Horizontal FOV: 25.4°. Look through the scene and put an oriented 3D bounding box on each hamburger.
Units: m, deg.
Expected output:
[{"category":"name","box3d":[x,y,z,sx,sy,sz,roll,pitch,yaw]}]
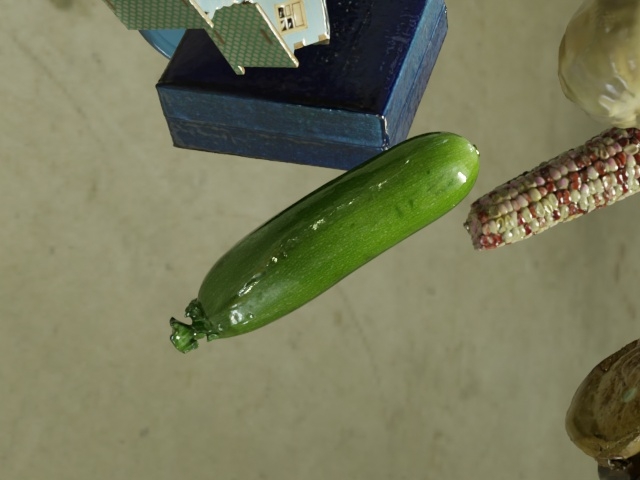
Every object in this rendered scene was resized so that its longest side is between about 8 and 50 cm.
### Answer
[{"category":"hamburger","box3d":[0.356,0.181,1.503,0.113,0.177,0.185,46,70,-9]}]

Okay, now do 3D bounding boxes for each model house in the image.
[{"category":"model house","box3d":[-0.126,-0.281,1.373,0.206,0.178,0.271,-26,116,-42]}]

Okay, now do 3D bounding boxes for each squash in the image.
[{"category":"squash","box3d":[0.000,0.000,1.485,0.101,0.378,0.101,57,6,-9]}]

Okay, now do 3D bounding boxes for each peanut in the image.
[{"category":"peanut","box3d":[0.286,-0.168,1.087,0.290,0.130,0.130,-39,123,-41]}]

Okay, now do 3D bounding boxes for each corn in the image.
[{"category":"corn","box3d":[0.308,-0.071,1.782,0.280,0.092,0.092,-23,119,-8]}]

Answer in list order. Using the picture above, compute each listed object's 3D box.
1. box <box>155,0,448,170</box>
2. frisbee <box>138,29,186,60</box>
[{"category":"box","box3d":[-0.015,-0.220,1.695,0.116,0.278,0.261,80,25,-48]},{"category":"frisbee","box3d":[-0.132,-0.364,1.902,0.289,0.049,0.290,-2,97,-19]}]
